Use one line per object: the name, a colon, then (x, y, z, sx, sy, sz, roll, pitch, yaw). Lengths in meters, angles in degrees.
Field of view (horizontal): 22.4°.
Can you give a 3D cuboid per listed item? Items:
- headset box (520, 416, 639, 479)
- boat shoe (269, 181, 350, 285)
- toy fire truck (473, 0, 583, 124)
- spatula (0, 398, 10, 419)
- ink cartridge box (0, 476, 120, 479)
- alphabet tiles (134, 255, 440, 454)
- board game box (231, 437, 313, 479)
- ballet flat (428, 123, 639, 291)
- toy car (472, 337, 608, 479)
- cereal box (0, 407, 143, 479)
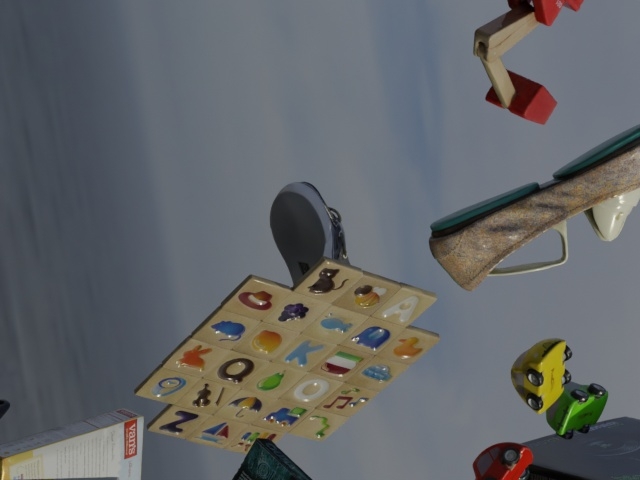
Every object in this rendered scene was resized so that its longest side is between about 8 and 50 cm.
headset box: (0.400, 0.328, 2.057, 0.283, 0.246, 0.131, 6, -77, 59)
boat shoe: (0.000, 0.000, 1.993, 0.076, 0.080, 0.228, -58, 146, -34)
toy fire truck: (0.169, -0.191, 1.385, 0.047, 0.135, 0.192, 31, 0, 35)
spatula: (-0.519, 0.316, 2.325, 0.296, 0.084, 0.030, -60, 152, -52)
ink cartridge box: (-0.261, 0.287, 1.540, 0.127, 0.175, 0.072, 74, 16, -50)
alphabet tiles: (-0.036, 0.142, 1.863, 0.342, 0.285, 0.011, -44, -136, 32)
board game box: (-0.030, 0.299, 1.605, 0.186, 0.026, 0.126, 39, -75, 37)
ballet flat: (0.279, -0.034, 1.853, 0.106, 0.316, 0.107, 64, 6, -5)
toy car: (0.268, 0.207, 1.932, 0.053, 0.225, 0.239, 31, -69, 32)
cereal box: (-0.332, 0.326, 2.092, 0.047, 0.240, 0.173, 16, -72, 38)
